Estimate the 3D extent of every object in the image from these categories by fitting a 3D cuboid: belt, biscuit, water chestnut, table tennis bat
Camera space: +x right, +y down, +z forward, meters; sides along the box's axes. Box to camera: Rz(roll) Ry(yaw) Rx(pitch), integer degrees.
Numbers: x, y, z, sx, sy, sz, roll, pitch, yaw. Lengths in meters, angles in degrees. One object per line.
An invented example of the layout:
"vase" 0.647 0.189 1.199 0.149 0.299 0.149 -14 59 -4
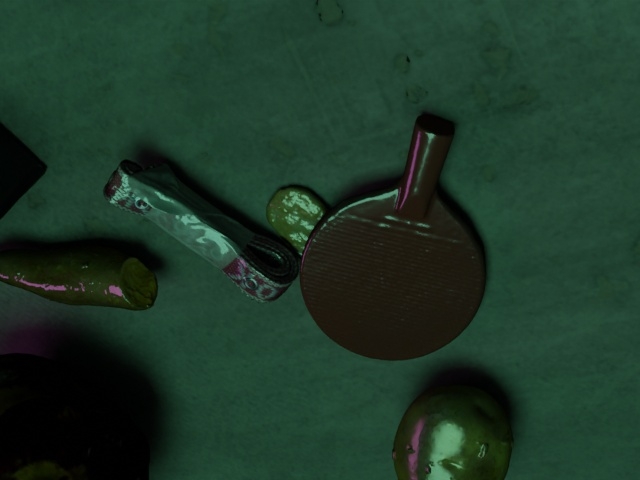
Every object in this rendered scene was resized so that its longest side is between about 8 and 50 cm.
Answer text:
"belt" -0.128 -0.015 1.379 0.232 0.071 0.053 34 136 -10
"biscuit" 0.000 0.000 1.375 0.071 0.018 0.147 -34 106 33
"water chestnut" -0.392 0.301 1.581 0.347 0.335 0.335 15 135 49
"table tennis bat" 0.084 0.009 1.326 0.200 0.038 0.310 13 125 -1

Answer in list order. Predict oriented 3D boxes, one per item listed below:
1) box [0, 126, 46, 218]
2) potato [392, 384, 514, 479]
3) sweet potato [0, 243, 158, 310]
"box" -0.526 -0.002 1.419 0.204 0.251 0.345 44 127 -13
"potato" 0.150 0.243 1.430 0.137 0.137 0.176 18 107 8
"sweet potato" -0.297 0.036 1.482 0.243 0.077 0.077 8 127 25
